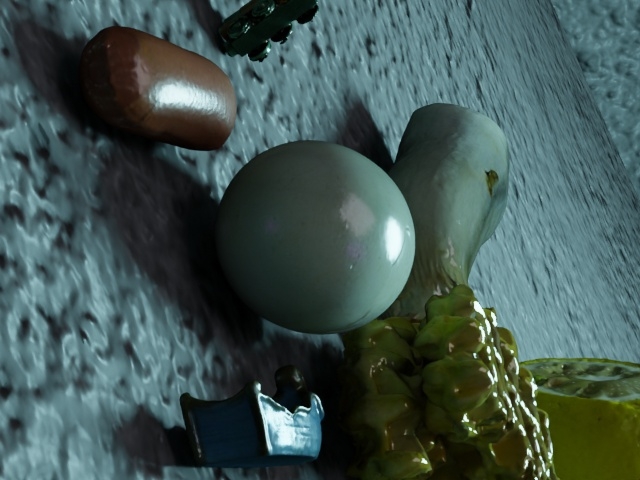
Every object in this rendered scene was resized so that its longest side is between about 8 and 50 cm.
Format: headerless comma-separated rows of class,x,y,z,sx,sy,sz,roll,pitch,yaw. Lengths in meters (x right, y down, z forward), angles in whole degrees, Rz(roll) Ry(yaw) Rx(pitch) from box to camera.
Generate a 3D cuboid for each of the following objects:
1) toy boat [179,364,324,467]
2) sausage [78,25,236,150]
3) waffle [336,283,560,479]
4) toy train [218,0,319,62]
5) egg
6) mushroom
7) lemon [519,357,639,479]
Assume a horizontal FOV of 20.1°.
toy boat,-0.042,0.123,1.302,0.185,0.075,0.077,21,59,-70
sausage,-0.116,-0.110,1.339,0.194,0.077,0.077,13,59,-69
waffle,0.121,0.199,1.550,0.261,0.151,0.324,-83,155,-65
toy train,-0.046,-0.203,1.602,0.044,0.103,0.064,47,13,-35
egg,0.000,0.000,1.430,0.209,0.151,0.151,26,47,-66
mushroom,0.114,-0.008,1.815,0.397,0.126,0.177,-57,148,-66
lemon,0.274,0.240,1.851,0.240,0.240,0.219,-35,128,-71
